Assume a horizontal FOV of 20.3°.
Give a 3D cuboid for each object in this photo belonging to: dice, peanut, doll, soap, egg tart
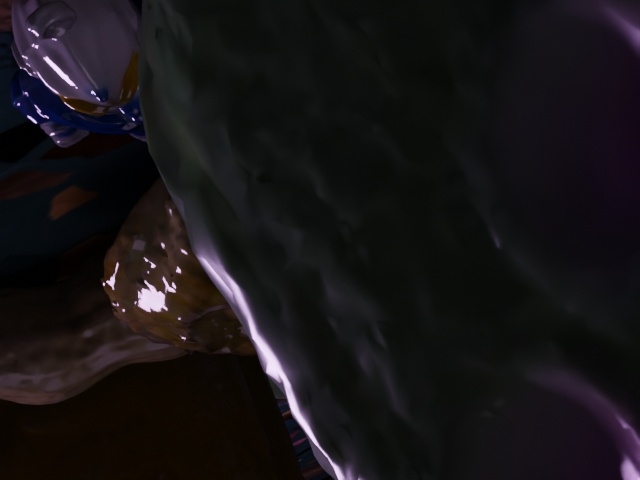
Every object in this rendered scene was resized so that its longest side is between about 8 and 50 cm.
[{"bbox_3d":[0.159,-0.072,0.528,0.318,0.330,0.322,-19,168,-48],"label":"dice"},{"bbox_3d":[-0.142,0.049,1.046,0.187,0.082,0.082,-20,167,-14],"label":"peanut"},{"bbox_3d":[-0.077,-0.068,0.735,0.114,0.057,0.227,-23,170,14],"label":"doll"},{"bbox_3d":[-0.145,0.215,1.169,0.293,0.335,0.156,-21,167,2],"label":"soap"},{"bbox_3d":[0.000,0.000,0.967,0.232,0.098,0.252,-32,154,-4],"label":"egg tart"}]

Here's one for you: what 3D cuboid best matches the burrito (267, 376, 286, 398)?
[{"bbox_3d":[-0.007,0.075,1.389,0.229,0.089,0.144,-19,152,-26],"label":"burrito"}]
